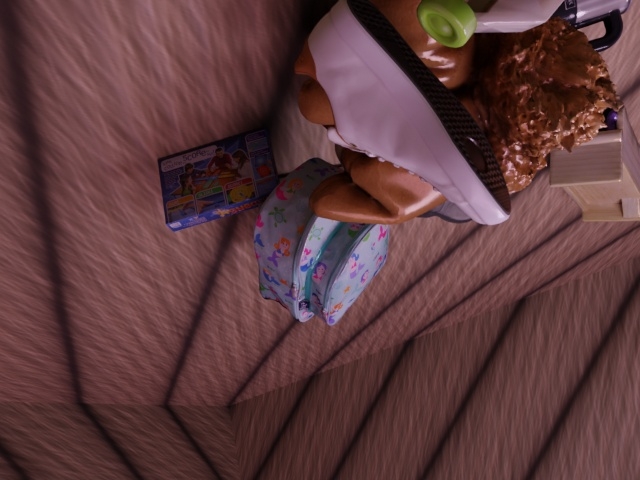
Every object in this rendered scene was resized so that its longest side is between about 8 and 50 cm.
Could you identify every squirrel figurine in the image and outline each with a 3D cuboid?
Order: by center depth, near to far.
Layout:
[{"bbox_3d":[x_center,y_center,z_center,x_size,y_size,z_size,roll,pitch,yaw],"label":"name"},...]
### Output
[{"bbox_3d":[0.170,-0.228,0.746,0.397,0.281,0.370,11,133,2],"label":"squirrel figurine"}]

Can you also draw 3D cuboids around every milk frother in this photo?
[{"bbox_3d":[0.373,-0.340,0.854,0.135,0.129,0.143,-17,-161,5],"label":"milk frother"}]

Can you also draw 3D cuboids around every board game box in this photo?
[{"bbox_3d":[-0.175,-0.107,0.974,0.201,0.136,0.035,-16,155,4],"label":"board game box"}]

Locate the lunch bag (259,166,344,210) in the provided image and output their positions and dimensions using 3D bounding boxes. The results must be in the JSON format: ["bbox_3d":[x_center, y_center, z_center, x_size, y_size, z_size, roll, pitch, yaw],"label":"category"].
[{"bbox_3d":[-0.018,-0.024,1.217,0.224,0.160,0.262,-12,150,-8],"label":"lunch bag"}]

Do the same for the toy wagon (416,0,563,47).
[{"bbox_3d":[0.118,-0.359,0.504,0.267,0.344,0.068,-51,-166,-5],"label":"toy wagon"}]

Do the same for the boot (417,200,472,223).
[{"bbox_3d":[0.321,-0.118,1.305,0.247,0.083,0.161,0,146,-32],"label":"boot"}]

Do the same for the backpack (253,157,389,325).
[{"bbox_3d":[0.000,0.000,0.938,0.225,0.191,0.253,-47,147,-30],"label":"backpack"}]

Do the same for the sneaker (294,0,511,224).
[{"bbox_3d":[0.089,-0.120,0.624,0.123,0.290,0.106,-37,-174,36],"label":"sneaker"}]

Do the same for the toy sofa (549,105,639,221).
[{"bbox_3d":[0.670,-0.168,1.345,0.150,0.177,0.363,-1,167,37],"label":"toy sofa"}]
